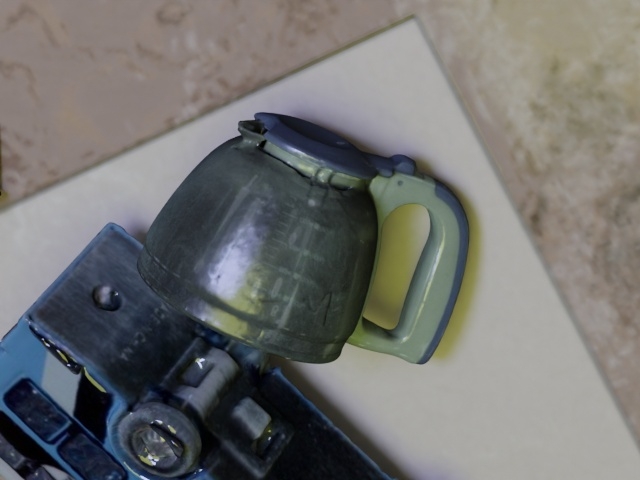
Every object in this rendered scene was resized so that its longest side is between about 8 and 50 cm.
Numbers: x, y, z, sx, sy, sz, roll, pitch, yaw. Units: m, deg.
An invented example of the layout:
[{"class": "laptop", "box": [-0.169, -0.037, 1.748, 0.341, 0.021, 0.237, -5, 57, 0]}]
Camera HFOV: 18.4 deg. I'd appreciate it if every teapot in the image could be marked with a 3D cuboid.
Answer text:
[{"class": "teapot", "box": [-0.004, 0.001, 0.954, 0.149, 0.111, 0.108, 27, 104, 7]}]

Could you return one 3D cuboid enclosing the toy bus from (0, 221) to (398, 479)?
[{"class": "toy bus", "box": [-0.044, 0.137, 1.015, 0.297, 0.106, 0.131, 45, 131, -7]}]
